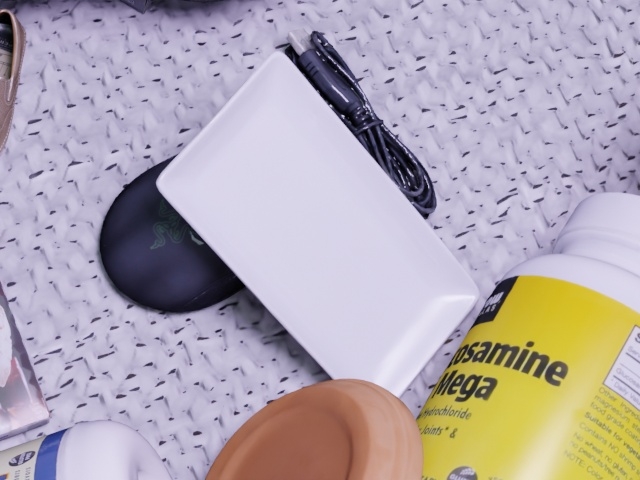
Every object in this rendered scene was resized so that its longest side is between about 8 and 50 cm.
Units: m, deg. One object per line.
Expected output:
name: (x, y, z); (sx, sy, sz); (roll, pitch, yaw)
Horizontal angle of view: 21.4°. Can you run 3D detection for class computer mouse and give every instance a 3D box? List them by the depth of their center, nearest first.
computer mouse: (-0.050, -0.046, 1.337); (0.272, 0.072, 0.188); (-32, 81, -20)

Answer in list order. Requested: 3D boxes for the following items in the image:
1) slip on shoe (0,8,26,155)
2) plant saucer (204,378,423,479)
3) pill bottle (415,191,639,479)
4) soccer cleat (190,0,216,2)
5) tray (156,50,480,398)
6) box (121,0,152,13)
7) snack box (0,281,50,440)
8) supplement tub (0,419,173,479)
slip on shoe: (-0.261, -0.119, 1.332); (0.051, 0.041, 0.135); (17, 68, -6)
plant saucer: (-0.018, 0.179, 1.206); (0.037, 0.200, 0.200); (45, 62, -34)
pill bottle: (0.179, 0.134, 1.262); (0.188, 0.188, 0.334); (33, 67, 0)
soccer cleat: (-0.136, -0.250, 1.305); (0.318, 0.116, 0.109); (-5, 73, -13)
tray: (0.000, 0.000, 1.300); (0.145, 0.030, 0.270); (-49, 114, -19)
box: (-0.199, -0.323, 1.410); (0.231, 0.056, 0.183); (30, 67, -1)
snack box: (-0.264, 0.065, 1.277); (0.064, 0.022, 0.178); (-19, 76, -17)
supplement tub: (-0.235, 0.264, 1.040); (0.324, 0.235, 0.235); (-19, 75, 4)
